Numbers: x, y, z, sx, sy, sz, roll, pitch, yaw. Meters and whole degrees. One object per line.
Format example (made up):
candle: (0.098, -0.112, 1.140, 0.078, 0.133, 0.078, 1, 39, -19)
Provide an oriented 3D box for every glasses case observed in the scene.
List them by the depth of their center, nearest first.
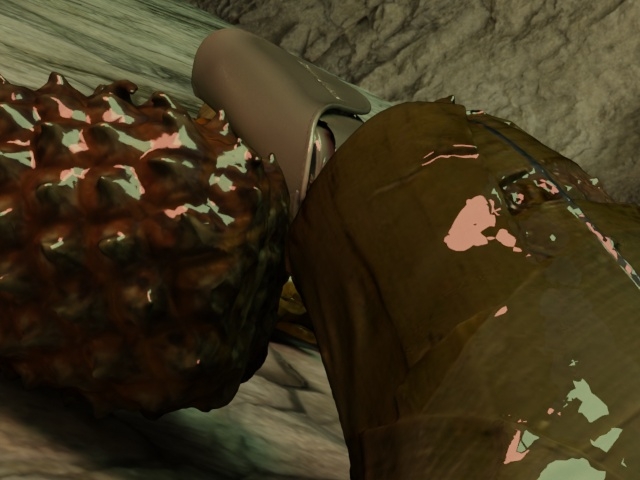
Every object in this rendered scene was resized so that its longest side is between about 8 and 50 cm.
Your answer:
glasses case: (-0.008, -0.090, 1.181, 0.128, 0.083, 0.308, 13, 19, -27)

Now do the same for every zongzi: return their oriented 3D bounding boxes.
zongzi: (0.051, 0.078, 0.604, 0.393, 0.174, 0.356, 1, 45, -50)

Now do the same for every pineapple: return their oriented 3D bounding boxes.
pineapple: (-0.194, -0.021, 0.777, 0.361, 0.175, 0.175, 13, 8, 13)

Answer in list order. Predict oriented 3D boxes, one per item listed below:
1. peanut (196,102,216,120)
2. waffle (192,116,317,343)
peanut: (-0.016, -0.094, 1.555, 0.233, 0.110, 0.197, 21, 6, -17)
waffle: (0.000, 0.000, 1.203, 0.379, 0.095, 0.382, 19, 15, -19)
